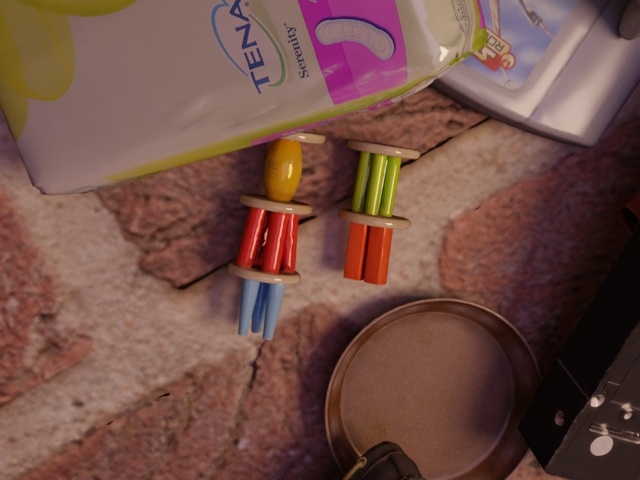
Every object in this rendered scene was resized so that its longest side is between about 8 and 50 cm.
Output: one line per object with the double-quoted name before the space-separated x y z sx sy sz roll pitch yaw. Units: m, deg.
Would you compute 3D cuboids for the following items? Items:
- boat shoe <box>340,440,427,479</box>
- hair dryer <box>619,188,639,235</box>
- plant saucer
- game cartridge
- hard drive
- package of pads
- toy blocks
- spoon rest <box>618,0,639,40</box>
"boat shoe" 0.013 0.247 0.689 0.081 0.068 0.227 14 119 -34
"hair dryer" 0.302 -0.125 0.665 0.224 0.080 0.293 18 106 -20
"plant saucer" 0.084 0.123 0.709 0.169 0.029 0.168 -2 99 -10
"game cartridge" 0.116 -0.203 0.651 0.297 0.062 0.198 33 88 -13
"hard drive" 0.320 0.041 0.665 0.237 0.064 0.339 17 112 -20
"package of pads" -0.072 -0.163 0.544 0.297 0.101 0.229 -13 103 25
"toy blocks" 0.000 0.000 0.662 0.123 0.054 0.148 8 98 -10
"spoon rest" 0.111 -0.215 0.579 0.276 0.084 0.137 25 94 -13
